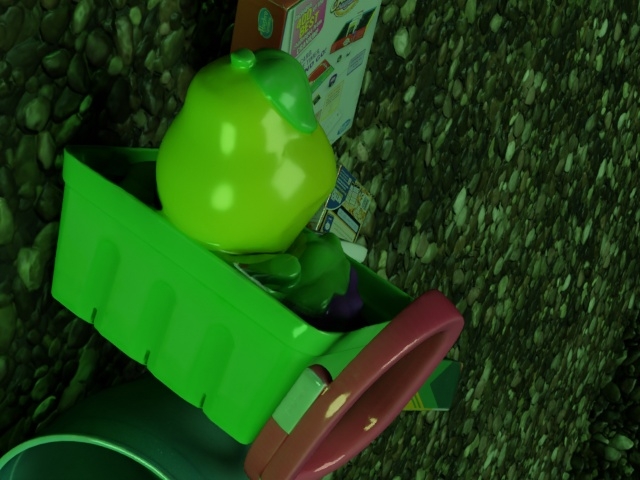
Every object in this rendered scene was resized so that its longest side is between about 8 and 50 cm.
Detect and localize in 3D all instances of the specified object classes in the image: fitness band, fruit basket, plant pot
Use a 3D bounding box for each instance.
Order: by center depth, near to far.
[{"bbox_3d":[0.035,0.160,1.361,0.209,0.054,0.291,-21,153,-46],"label":"fitness band"},{"bbox_3d":[-0.075,-0.027,1.390,0.283,0.392,0.392,-4,109,-60],"label":"fruit basket"},{"bbox_3d":[-0.191,0.269,1.498,0.255,0.272,0.271,-52,149,-61],"label":"plant pot"}]

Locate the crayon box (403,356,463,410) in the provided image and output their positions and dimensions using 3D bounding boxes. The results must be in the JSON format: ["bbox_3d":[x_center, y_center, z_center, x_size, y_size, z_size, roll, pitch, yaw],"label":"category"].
[{"bbox_3d":[0.049,0.170,1.888,0.318,0.202,0.081,14,93,-65],"label":"crayon box"}]

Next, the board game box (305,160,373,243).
[{"bbox_3d":[0.000,0.000,1.865,0.193,0.045,0.147,-68,156,-10],"label":"board game box"}]

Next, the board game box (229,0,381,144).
[{"bbox_3d":[-0.021,-0.209,1.608,0.242,0.064,0.316,-44,158,-41],"label":"board game box"}]

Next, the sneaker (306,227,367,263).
[{"bbox_3d":[-0.055,0.062,1.717,0.256,0.094,0.151,-1,101,-39],"label":"sneaker"}]
